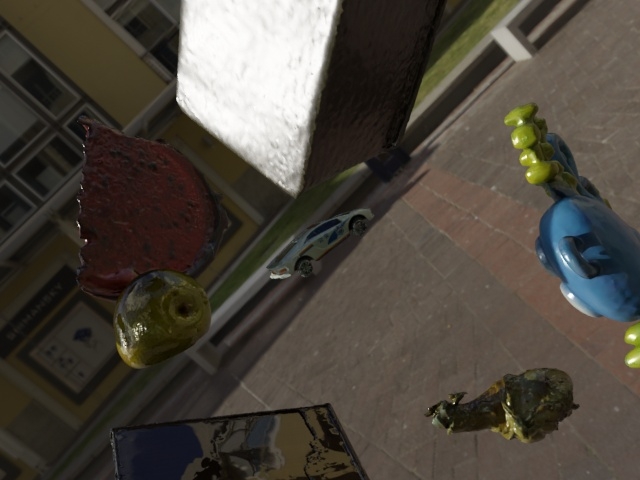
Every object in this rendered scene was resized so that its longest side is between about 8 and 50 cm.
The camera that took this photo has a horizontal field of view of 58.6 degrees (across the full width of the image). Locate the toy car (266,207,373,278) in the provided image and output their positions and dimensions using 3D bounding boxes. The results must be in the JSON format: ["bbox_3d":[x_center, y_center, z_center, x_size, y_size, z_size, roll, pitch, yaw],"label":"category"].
[{"bbox_3d":[0.000,0.000,0.938,0.205,0.056,0.095,-38,11,-21],"label":"toy car"}]

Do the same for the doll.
[{"bbox_3d":[0.325,0.011,0.676,0.098,0.346,0.341,-34,-21,26],"label":"doll"}]

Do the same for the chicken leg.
[{"bbox_3d":[0.274,0.255,0.849,0.227,0.103,0.088,-14,-30,-5],"label":"chicken leg"}]

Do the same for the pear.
[{"bbox_3d":[-0.219,0.094,0.766,0.141,0.104,0.141,-23,14,6],"label":"pear"}]

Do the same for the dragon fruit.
[{"bbox_3d":[-0.297,-0.031,0.997,0.100,0.282,0.344,-40,49,44],"label":"dragon fruit"}]

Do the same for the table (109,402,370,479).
[{"bbox_3d":[-0.107,0.360,0.674,0.196,0.281,0.251,57,135,49],"label":"table"}]

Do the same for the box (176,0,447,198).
[{"bbox_3d":[-0.008,-0.203,0.479,0.143,0.184,0.273,-31,-32,-40],"label":"box"}]
